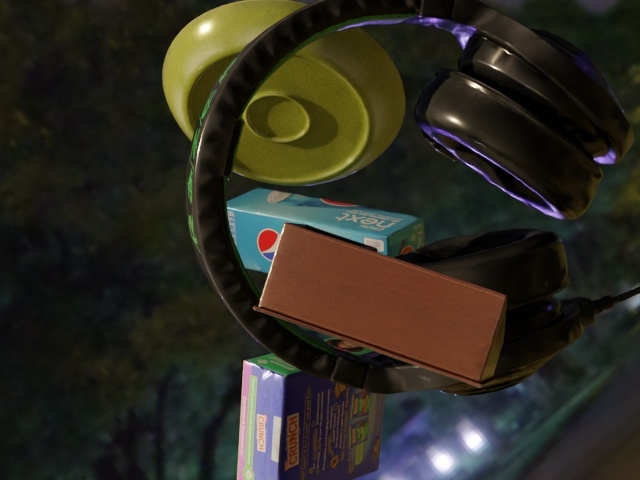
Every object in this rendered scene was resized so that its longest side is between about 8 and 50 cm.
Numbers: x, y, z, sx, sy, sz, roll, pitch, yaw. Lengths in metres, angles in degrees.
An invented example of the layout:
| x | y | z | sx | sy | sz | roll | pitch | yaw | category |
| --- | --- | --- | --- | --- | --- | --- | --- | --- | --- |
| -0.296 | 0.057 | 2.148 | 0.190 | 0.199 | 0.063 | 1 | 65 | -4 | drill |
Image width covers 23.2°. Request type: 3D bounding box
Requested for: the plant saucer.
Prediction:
| x | y | z | sx | sy | sz | roll | pitch | yaw | category |
| --- | --- | --- | --- | --- | --- | --- | --- | --- | --- |
| -0.039 | -0.130 | 1.515 | 0.241 | 0.241 | 0.037 | -53 | 19 | 46 | plant saucer |

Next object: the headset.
| x | y | z | sx | sy | sz | roll | pitch | yaw | category |
| --- | --- | --- | --- | --- | --- | --- | --- | --- | --- |
| 0.109 | -0.016 | 0.991 | 0.185 | 0.394 | 0.244 | -157 | 81 | -81 | headset |

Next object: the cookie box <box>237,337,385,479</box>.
| x | y | z | sx | sy | sz | roll | pitch | yaw | category |
| --- | --- | --- | --- | --- | --- | --- | --- | --- | --- |
| -0.005 | 0.118 | 1.038 | 0.107 | 0.040 | 0.092 | -10 | -71 | -49 | cookie box |

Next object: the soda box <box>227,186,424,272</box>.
| x | y | z | sx | sy | sz | roll | pitch | yaw | category |
| --- | --- | --- | --- | --- | --- | --- | --- | --- | --- |
| 0.000 | 0.000 | 1.584 | 0.071 | 0.210 | 0.067 | -28 | -58 | -49 | soda box |

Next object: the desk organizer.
| x | y | z | sx | sy | sz | roll | pitch | yaw | category |
| --- | --- | --- | --- | --- | --- | --- | --- | --- | --- |
| 0.036 | 0.033 | 0.837 | 0.047 | 0.130 | 0.050 | 4 | -76 | -75 | desk organizer |
